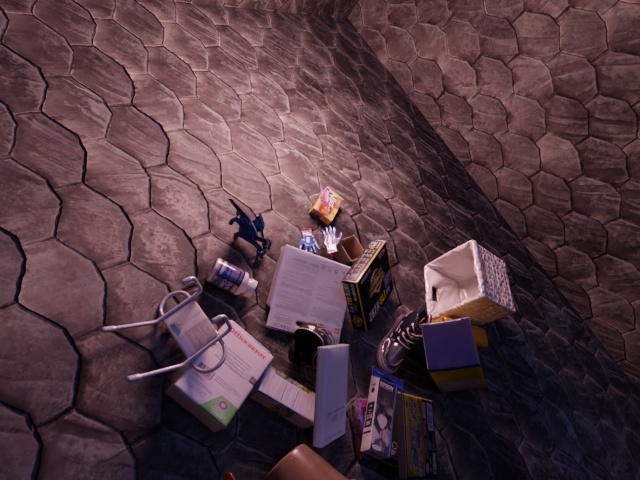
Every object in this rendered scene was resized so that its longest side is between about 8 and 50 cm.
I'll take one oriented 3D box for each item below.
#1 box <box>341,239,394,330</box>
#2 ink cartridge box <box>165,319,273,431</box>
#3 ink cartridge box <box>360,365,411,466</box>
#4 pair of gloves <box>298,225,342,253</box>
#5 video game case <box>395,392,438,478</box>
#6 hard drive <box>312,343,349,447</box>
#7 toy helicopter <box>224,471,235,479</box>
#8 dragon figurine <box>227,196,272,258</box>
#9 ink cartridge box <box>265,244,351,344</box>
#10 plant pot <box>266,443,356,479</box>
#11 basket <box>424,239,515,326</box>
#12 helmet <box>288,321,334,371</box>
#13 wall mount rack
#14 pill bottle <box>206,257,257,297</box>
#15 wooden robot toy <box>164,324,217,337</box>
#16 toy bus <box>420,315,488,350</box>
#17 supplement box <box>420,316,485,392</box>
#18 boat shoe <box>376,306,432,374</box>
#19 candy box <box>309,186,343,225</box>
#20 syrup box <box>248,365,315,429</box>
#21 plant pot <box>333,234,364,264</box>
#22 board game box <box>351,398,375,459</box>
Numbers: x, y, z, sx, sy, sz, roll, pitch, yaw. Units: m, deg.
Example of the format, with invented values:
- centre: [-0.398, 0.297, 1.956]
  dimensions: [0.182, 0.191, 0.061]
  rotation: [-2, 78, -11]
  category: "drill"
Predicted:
- centre: [0.212, 0.188, 1.805]
  dimensions: [0.322, 0.080, 0.256]
  rotation: [-47, 133, -47]
  category: "box"
- centre: [-0.311, 0.422, 1.333]
  dimensions: [0.198, 0.115, 0.272]
  rotation: [42, 46, -4]
  category: "ink cartridge box"
- centre: [0.253, 0.640, 1.569]
  dimensions: [0.166, 0.065, 0.332]
  rotation: [30, 46, -16]
  category: "ink cartridge box"
- centre: [0.000, 0.000, 1.854]
  dimensions: [0.199, 0.023, 0.159]
  rotation: [-7, 51, -1]
  category: "pair of gloves"
- centre: [0.353, 0.716, 1.541]
  dimensions: [0.248, 0.035, 0.274]
  rotation: [32, 51, -44]
  category: "video game case"
- centre: [0.040, 0.515, 1.436]
  dimensions: [0.203, 0.040, 0.306]
  rotation: [21, 70, -62]
  category: "hard drive"
- centre: [-0.250, 0.805, 1.131]
  dimensions: [0.354, 0.140, 0.235]
  rotation: [57, 36, -4]
  category: "toy helicopter"
- centre: [-0.272, -0.058, 1.639]
  dimensions: [0.144, 0.288, 0.085]
  rotation: [10, 41, 18]
  category: "dragon figurine"
- centre: [-0.043, 0.220, 1.678]
  dimensions: [0.325, 0.071, 0.329]
  rotation: [21, 73, -23]
  category: "ink cartridge box"
- centre: [-0.036, 0.748, 1.246]
  dimensions: [0.263, 0.262, 0.229]
  rotation: [-21, 55, -43]
  category: "plant pot"
- centre: [0.722, 0.238, 2.078]
  dimensions: [0.267, 0.331, 0.327]
  rotation: [27, 48, -26]
  category: "basket"
- centre: [-0.026, 0.381, 1.532]
  dimensions: [0.170, 0.169, 0.161]
  rotation: [27, 67, -18]
  category: "helmet"
- centre: [-0.450, 0.270, 1.261]
  dimensions: [0.304, 0.130, 0.350]
  rotation: [-36, 52, -19]
  category: "wall mount rack"
- centre: [-0.321, 0.142, 1.537]
  dimensions: [0.170, 0.094, 0.094]
  rotation: [29, 47, -16]
  category: "pill bottle"
- centre: [-0.416, 0.294, 1.374]
  dimensions: [0.174, 0.079, 0.076]
  rotation: [-6, 48, 5]
  category: "wooden robot toy"
- centre: [0.622, 0.443, 1.989]
  dimensions: [0.333, 0.130, 0.108]
  rotation: [19, 51, -25]
  category: "toy bus"
- centre: [0.553, 0.483, 1.744]
  dimensions: [0.356, 0.195, 0.195]
  rotation: [56, 27, -51]
  category: "supplement box"
- centre: [0.363, 0.413, 1.801]
  dimensions: [0.127, 0.158, 0.340]
  rotation: [42, 45, -4]
  category: "boat shoe"
- centre: [0.031, -0.166, 2.040]
  dimensions: [0.109, 0.053, 0.186]
  rotation: [38, 47, -8]
  category: "candy box"
- centre: [-0.114, 0.530, 1.417]
  dimensions: [0.237, 0.093, 0.096]
  rotation: [34, 46, -12]
  category: "syrup box"
- centre: [0.122, 0.057, 1.918]
  dimensions: [0.109, 0.096, 0.109]
  rotation: [-19, 72, -42]
  category: "plant pot"
- centre: [0.283, 0.718, 1.611]
  dimensions: [0.347, 0.056, 0.207]
  rotation: [14, 57, -29]
  category: "board game box"
